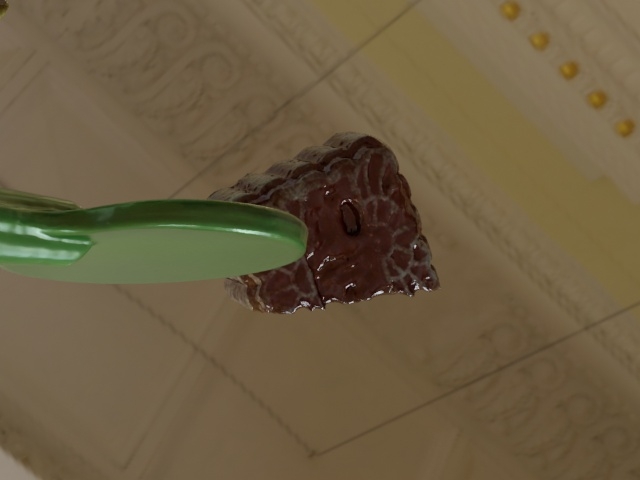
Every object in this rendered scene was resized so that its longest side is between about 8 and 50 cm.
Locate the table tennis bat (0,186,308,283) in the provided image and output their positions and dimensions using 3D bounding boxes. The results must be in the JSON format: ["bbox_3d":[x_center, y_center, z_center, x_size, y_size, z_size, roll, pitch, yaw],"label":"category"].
[{"bbox_3d":[-0.114,-0.001,0.662,0.257,0.160,0.039,9,-108,-55],"label":"table tennis bat"}]

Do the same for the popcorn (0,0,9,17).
[{"bbox_3d":[-0.478,-0.327,1.620,0.197,0.156,0.197,39,-147,-31],"label":"popcorn"}]

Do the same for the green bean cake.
[{"bbox_3d":[0.000,0.000,1.452,0.233,0.097,0.198,-23,-75,-20],"label":"green bean cake"}]
